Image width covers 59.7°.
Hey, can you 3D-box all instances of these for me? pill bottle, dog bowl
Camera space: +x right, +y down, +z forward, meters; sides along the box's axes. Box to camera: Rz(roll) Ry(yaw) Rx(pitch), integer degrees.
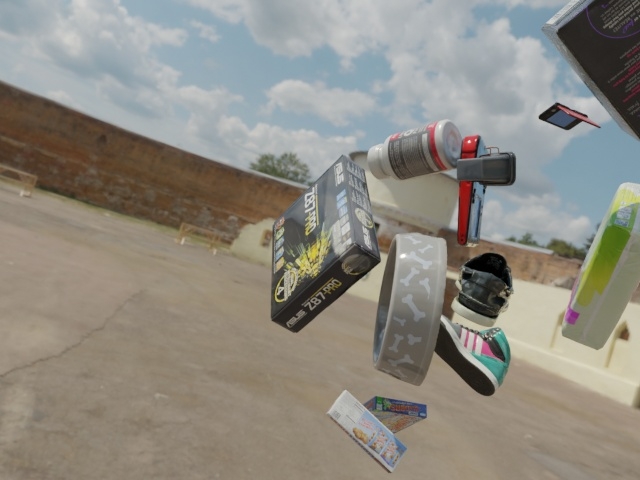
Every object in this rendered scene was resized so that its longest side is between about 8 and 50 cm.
[{"bbox_3d":[0.335,-0.311,2.002,0.319,0.176,0.176,-10,-20,39],"label":"pill bottle"},{"bbox_3d":[0.190,0.142,1.242,0.102,0.348,0.349,9,-3,2],"label":"dog bowl"}]

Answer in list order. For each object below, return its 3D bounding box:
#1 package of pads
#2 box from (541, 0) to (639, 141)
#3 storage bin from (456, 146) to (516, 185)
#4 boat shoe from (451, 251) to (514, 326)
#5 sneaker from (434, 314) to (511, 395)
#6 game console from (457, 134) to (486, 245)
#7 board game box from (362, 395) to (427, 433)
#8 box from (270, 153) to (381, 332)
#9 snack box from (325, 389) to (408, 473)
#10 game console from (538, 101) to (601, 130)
[{"bbox_3d":[0.618,0.049,1.175,0.101,0.296,0.229,23,40,22],"label":"package of pads"},{"bbox_3d":[0.552,-0.330,0.988,0.270,0.165,0.143,46,23,-10],"label":"box"},{"bbox_3d":[0.409,-0.184,1.396,0.091,0.098,0.135,-4,7,-22],"label":"storage bin"},{"bbox_3d":[0.354,0.082,1.184,0.127,0.113,0.340,26,16,20],"label":"boat shoe"},{"bbox_3d":[0.442,0.289,1.632,0.178,0.123,0.295,-28,69,-36],"label":"sneaker"},{"bbox_3d":[0.503,-0.150,1.820,0.060,0.341,0.386,2,-1,22],"label":"game console"},{"bbox_3d":[0.166,0.447,1.420,0.136,0.035,0.201,12,-32,-11],"label":"board game box"},{"bbox_3d":[0.000,0.000,1.454,0.097,0.318,0.394,34,31,-27],"label":"box"},{"bbox_3d":[0.096,0.394,1.151,0.178,0.064,0.022,43,-30,2],"label":"snack box"},{"bbox_3d":[0.808,-0.385,1.813,0.144,0.085,0.124,14,-29,-23],"label":"game console"}]
